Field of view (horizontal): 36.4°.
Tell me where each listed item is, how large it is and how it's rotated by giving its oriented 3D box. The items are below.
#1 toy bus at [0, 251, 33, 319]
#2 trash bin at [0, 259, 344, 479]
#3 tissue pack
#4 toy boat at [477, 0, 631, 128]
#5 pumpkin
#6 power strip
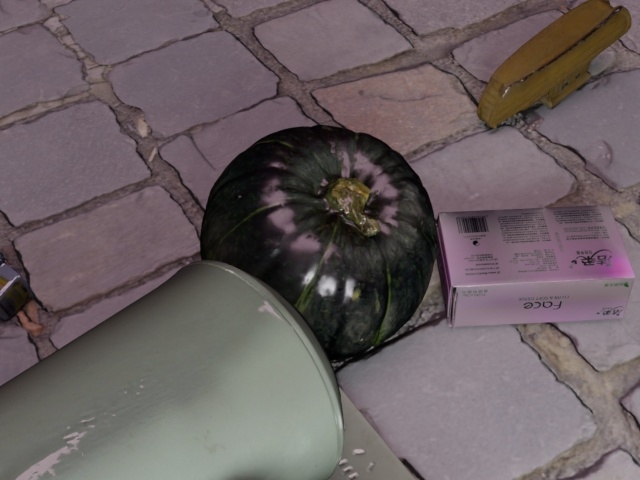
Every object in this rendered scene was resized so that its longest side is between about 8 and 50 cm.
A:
[{"bbox_3d":[-0.498,0.043,1.387,0.191,0.064,0.075,23,63,22],"label":"toy bus"},{"bbox_3d":[-0.181,0.209,0.981,0.280,0.280,0.432,35,48,30],"label":"trash bin"},{"bbox_3d":[0.289,0.036,1.348,0.246,0.092,0.148,-2,45,0],"label":"tissue pack"},{"bbox_3d":[0.393,-0.295,1.647,0.321,0.121,0.089,-38,56,-13],"label":"toy boat"},{"bbox_3d":[0.000,0.000,1.289,0.323,0.241,0.323,9,51,-11],"label":"pumpkin"},{"bbox_3d":[0.051,0.289,1.138,0.098,0.058,0.338,-27,51,-21],"label":"power strip"}]
